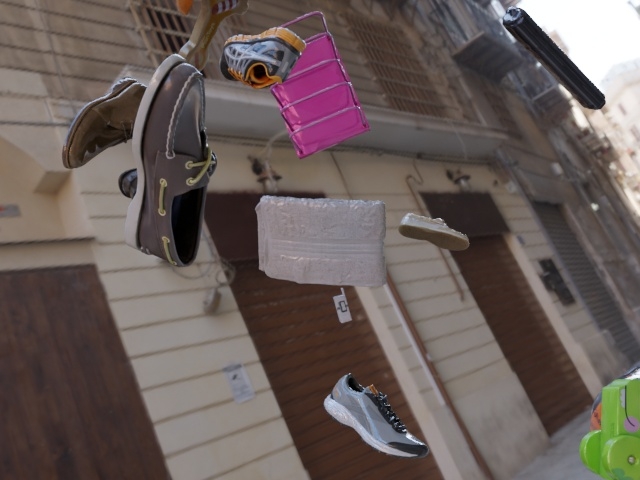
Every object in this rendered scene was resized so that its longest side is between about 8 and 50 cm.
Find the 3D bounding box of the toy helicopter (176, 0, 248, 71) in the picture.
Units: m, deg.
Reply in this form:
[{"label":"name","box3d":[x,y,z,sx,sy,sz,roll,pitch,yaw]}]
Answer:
[{"label":"toy helicopter","box3d":[-0.273,-0.577,1.660,0.235,0.140,0.355,-13,-43,-58]}]

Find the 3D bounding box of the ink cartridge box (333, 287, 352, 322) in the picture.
[{"label":"ink cartridge box","box3d":[0.052,0.162,1.673,0.028,0.083,0.048,-15,-3,-5]}]

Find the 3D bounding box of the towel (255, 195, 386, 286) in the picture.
[{"label":"towel","box3d":[0.000,0.000,1.422,0.283,0.187,0.049,3,18,14]}]

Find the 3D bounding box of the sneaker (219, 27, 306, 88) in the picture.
[{"label":"sneaker","box3d":[-0.114,-0.297,1.133,0.084,0.083,0.215,26,-14,-33]}]

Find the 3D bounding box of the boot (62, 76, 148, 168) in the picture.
[{"label":"boot","box3d":[-0.463,-0.260,1.516,0.112,0.115,0.305,107,-170,-50]}]

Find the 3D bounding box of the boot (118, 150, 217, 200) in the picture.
[{"label":"boot","box3d":[-0.319,-0.134,1.502,0.247,0.094,0.207,-19,23,-24]}]

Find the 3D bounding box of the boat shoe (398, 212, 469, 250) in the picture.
[{"label":"boat shoe","box3d":[0.274,-0.027,1.595,0.170,0.059,0.063,18,-36,6]}]

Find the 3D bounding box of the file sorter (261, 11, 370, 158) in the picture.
[{"label":"file sorter","box3d":[-0.025,-0.397,1.703,0.202,0.290,0.182,-22,-12,4]}]

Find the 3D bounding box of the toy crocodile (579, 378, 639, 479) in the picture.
[{"label":"toy crocodile","box3d":[0.419,0.357,0.901,0.105,0.340,0.115,6,-17,3]}]

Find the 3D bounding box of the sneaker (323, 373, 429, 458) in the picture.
[{"label":"sneaker","box3d":[0.127,0.397,1.503,0.100,0.272,0.107,18,-81,-57]}]

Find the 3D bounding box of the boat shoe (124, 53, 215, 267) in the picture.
[{"label":"boat shoe","box3d":[-0.196,-0.096,0.922,0.116,0.097,0.324,-49,-16,-50]}]

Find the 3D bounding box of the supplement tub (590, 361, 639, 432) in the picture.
[{"label":"supplement tub","box3d":[0.753,0.396,1.527,0.207,0.207,0.338,-37,-19,35]}]

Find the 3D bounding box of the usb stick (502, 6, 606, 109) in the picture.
[{"label":"usb stick","box3d":[0.461,-0.354,1.315,0.278,0.077,0.045,36,-78,-23]}]
